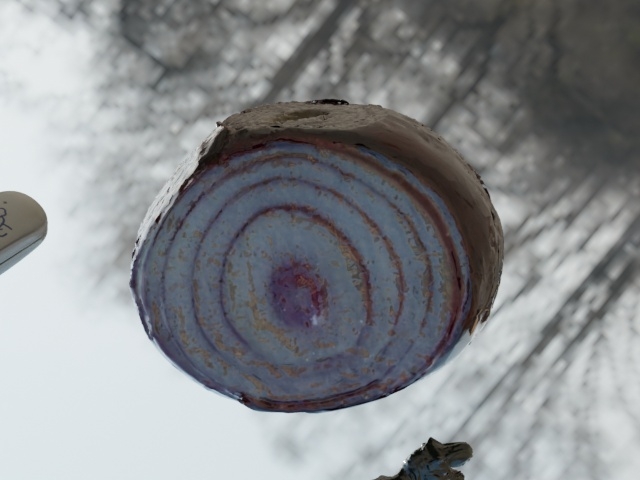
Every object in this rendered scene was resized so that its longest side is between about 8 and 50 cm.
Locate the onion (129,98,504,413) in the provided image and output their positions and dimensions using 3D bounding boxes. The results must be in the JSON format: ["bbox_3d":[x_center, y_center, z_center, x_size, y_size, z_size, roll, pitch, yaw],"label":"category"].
[{"bbox_3d":[0.000,0.000,1.793,0.260,0.337,0.282,-65,-40,-72],"label":"onion"}]

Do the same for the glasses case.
[{"bbox_3d":[-0.361,0.015,1.948,0.076,0.197,0.049,38,146,28],"label":"glasses case"}]

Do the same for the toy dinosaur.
[{"bbox_3d":[0.049,0.213,1.735,0.087,0.187,0.179,19,139,33],"label":"toy dinosaur"}]
